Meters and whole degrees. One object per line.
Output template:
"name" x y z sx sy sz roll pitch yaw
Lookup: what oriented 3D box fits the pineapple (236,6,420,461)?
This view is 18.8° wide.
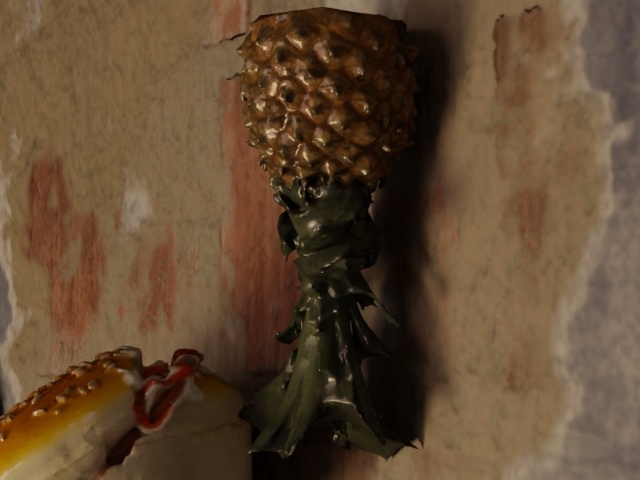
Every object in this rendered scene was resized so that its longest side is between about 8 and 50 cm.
"pineapple" 0.000 0.000 1.183 0.130 0.119 0.277 1 91 40

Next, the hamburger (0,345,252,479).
"hamburger" -0.155 0.164 1.297 0.151 0.227 0.295 66 167 3
